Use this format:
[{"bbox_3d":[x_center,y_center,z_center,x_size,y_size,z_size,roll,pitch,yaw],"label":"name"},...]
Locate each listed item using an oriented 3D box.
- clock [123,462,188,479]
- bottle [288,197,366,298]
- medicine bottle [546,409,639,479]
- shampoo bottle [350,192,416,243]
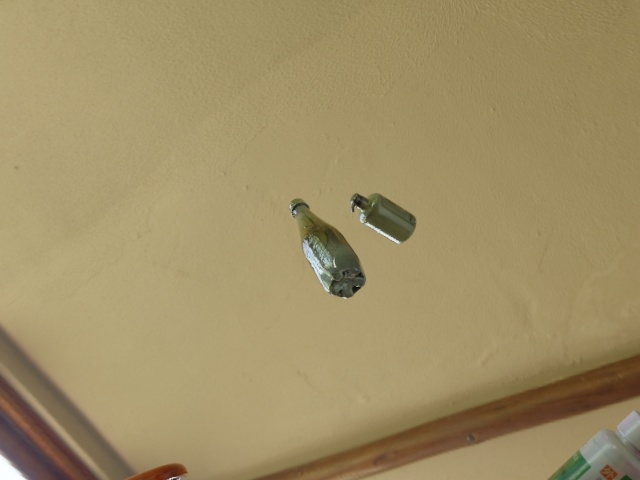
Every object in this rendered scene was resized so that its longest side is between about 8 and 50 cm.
[{"bbox_3d":[-0.375,0.519,1.203,0.205,0.205,0.051,-36,-114,25],"label":"clock"},{"bbox_3d":[0.000,0.000,1.088,0.083,0.269,0.083,-13,-50,-16],"label":"bottle"},{"bbox_3d":[0.421,0.377,0.900,0.095,0.095,0.260,39,-76,-7],"label":"medicine bottle"},{"bbox_3d":[0.136,-0.059,1.317,0.162,0.079,0.079,30,-61,-23],"label":"shampoo bottle"}]
